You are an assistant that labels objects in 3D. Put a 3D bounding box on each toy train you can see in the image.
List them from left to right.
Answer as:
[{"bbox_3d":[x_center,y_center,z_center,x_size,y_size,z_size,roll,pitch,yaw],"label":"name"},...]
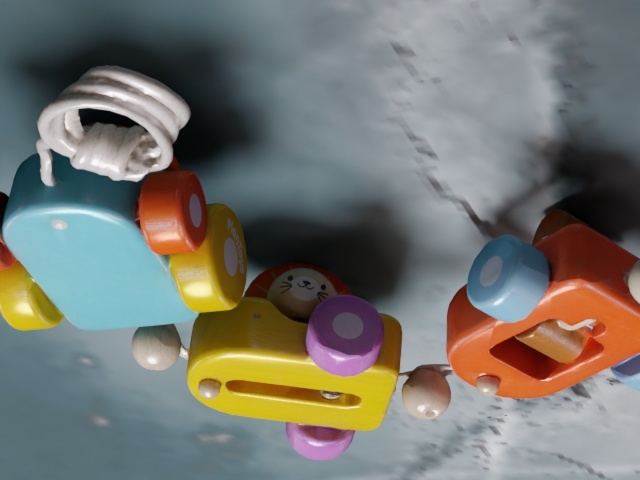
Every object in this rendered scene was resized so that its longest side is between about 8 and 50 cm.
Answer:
[{"bbox_3d":[0.000,0.000,0.401,0.166,0.046,0.125,24,141,-25],"label":"toy train"}]
